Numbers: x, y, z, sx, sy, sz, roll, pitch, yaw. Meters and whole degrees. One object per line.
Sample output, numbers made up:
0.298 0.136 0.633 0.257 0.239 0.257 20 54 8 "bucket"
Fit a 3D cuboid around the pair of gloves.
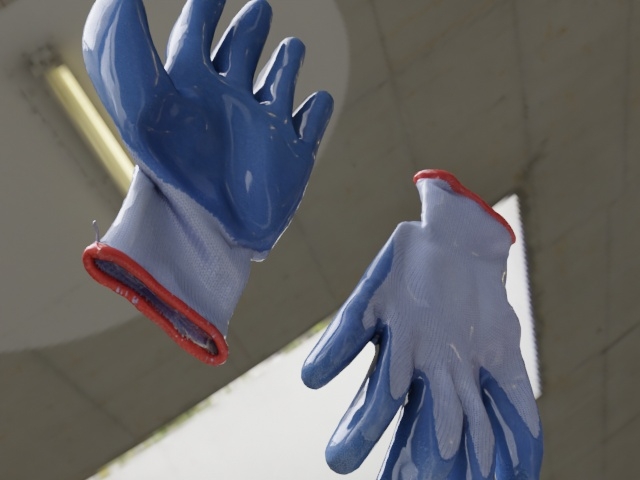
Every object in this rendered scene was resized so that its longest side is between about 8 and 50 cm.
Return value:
0.000 0.000 0.385 0.198 0.159 0.023 38 -54 -19 "pair of gloves"
